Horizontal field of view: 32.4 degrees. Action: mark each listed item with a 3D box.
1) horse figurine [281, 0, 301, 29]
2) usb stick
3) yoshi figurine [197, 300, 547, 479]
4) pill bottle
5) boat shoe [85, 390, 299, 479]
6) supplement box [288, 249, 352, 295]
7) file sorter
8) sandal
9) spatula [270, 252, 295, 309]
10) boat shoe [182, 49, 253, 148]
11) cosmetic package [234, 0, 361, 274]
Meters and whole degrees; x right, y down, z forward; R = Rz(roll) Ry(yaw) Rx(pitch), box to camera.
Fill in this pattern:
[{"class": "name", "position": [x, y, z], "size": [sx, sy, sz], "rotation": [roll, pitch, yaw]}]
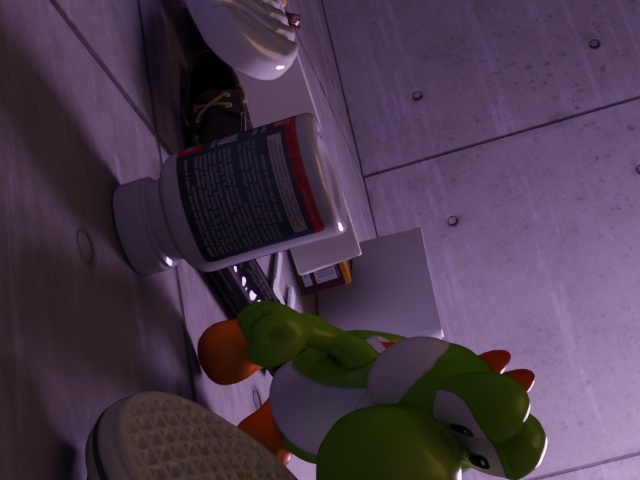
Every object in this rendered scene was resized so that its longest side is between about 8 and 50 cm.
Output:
[{"class": "horse figurine", "position": [-0.118, -0.435, 1.683], "size": [0.174, 0.066, 0.263], "rotation": [7, -57, 50]}, {"class": "usb stick", "position": [-0.080, 0.061, 1.225], "size": [0.278, 0.045, 0.077], "rotation": [65, 19, -50]}, {"class": "yoshi figurine", "position": [0.013, 0.155, 0.910], "size": [0.203, 0.362, 0.203], "rotation": [23, 77, -32]}, {"class": "pill bottle", "position": [-0.077, -0.033, 0.930], "size": [0.108, 0.180, 0.108], "rotation": [-16, 90, -82]}, {"class": "boat shoe", "position": [-0.021, 0.319, 0.768], "size": [0.500, 0.156, 0.187], "rotation": [56, 17, -21]}, {"class": "supplement box", "position": [0.000, 0.000, 1.763], "size": [0.188, 0.080, 0.104], "rotation": [-81, 154, -71]}, {"class": "file sorter", "position": [0.107, 0.143, 1.846], "size": [0.278, 0.192, 0.173], "rotation": [-94, 169, -54]}, {"class": "sandal", "position": [-0.147, -0.311, 1.261], "size": [0.169, 0.102, 0.416], "rotation": [24, 31, -36]}, {"class": "spatula", "position": [-0.041, 0.107, 1.501], "size": [0.242, 0.019, 0.168], "rotation": [-86, 158, -67]}, {"class": "boat shoe", "position": [-0.119, -0.141, 1.243], "size": [0.228, 0.081, 0.069], "rotation": [-107, 174, -56]}, {"class": "cosmetic package", "position": [-0.059, -0.174, 1.509], "size": [0.284, 0.097, 0.377], "rotation": [-120, -169, -71]}]
